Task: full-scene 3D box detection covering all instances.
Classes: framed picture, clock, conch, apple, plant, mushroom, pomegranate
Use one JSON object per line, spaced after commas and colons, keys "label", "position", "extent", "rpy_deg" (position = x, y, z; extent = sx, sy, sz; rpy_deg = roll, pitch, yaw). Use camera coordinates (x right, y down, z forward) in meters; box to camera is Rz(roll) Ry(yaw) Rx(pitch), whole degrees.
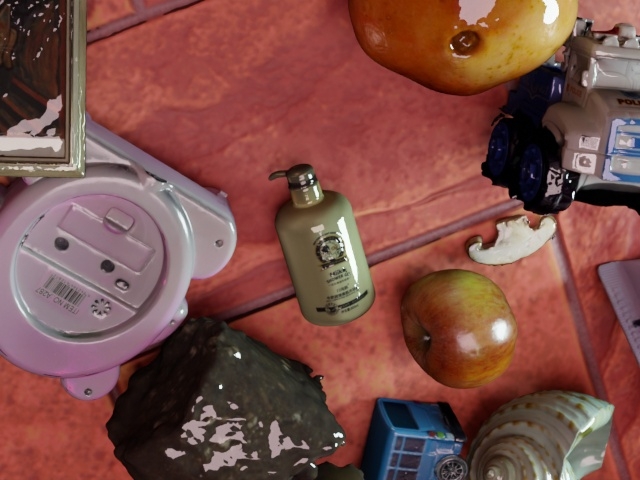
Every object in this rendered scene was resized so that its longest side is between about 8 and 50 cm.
{"label": "framed picture", "position": [-0.312, -0.191, 1.142], "extent": [0.216, 0.016, 0.273], "rpy_deg": [0, 96, -5]}
{"label": "clock", "position": [-0.226, 0.019, 1.252], "extent": [0.227, 0.090, 0.248], "rpy_deg": [32, 104, -20]}
{"label": "conch", "position": [0.228, 0.236, 1.403], "extent": [0.131, 0.200, 0.172], "rpy_deg": [17, 92, 22]}
{"label": "apple", "position": [0.143, 0.088, 1.331], "extent": [0.102, 0.126, 0.126], "rpy_deg": [-19, 115, -20]}
{"label": "plant", "position": [-0.062, 0.213, 1.303], "extent": [0.188, 0.199, 0.276], "rpy_deg": [-45, 114, 3]}
{"label": "mushroom", "position": [0.199, -0.001, 1.362], "extent": [0.101, 0.019, 0.049], "rpy_deg": [-16, 114, -7]}
{"label": "pomegranate", "position": [0.122, -0.230, 1.158], "extent": [0.209, 0.209, 0.209], "rpy_deg": [-4, 112, -9]}

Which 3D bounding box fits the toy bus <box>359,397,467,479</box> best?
{"label": "toy bus", "position": [0.088, 0.270, 1.412], "extent": [0.106, 0.090, 0.185], "rpy_deg": [8, 108, -13]}

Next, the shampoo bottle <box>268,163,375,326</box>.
{"label": "shampoo bottle", "position": [0.000, 0.000, 1.291], "extent": [0.079, 0.079, 0.162], "rpy_deg": [-18, 114, -4]}

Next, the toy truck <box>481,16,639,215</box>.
{"label": "toy truck", "position": [0.256, -0.119, 1.222], "extent": [0.161, 0.213, 0.177], "rpy_deg": [3, 106, -14]}

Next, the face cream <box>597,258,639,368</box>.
{"label": "face cream", "position": [0.445, 0.063, 1.384], "extent": [0.273, 0.154, 0.096], "rpy_deg": [-11, 153, -10]}
